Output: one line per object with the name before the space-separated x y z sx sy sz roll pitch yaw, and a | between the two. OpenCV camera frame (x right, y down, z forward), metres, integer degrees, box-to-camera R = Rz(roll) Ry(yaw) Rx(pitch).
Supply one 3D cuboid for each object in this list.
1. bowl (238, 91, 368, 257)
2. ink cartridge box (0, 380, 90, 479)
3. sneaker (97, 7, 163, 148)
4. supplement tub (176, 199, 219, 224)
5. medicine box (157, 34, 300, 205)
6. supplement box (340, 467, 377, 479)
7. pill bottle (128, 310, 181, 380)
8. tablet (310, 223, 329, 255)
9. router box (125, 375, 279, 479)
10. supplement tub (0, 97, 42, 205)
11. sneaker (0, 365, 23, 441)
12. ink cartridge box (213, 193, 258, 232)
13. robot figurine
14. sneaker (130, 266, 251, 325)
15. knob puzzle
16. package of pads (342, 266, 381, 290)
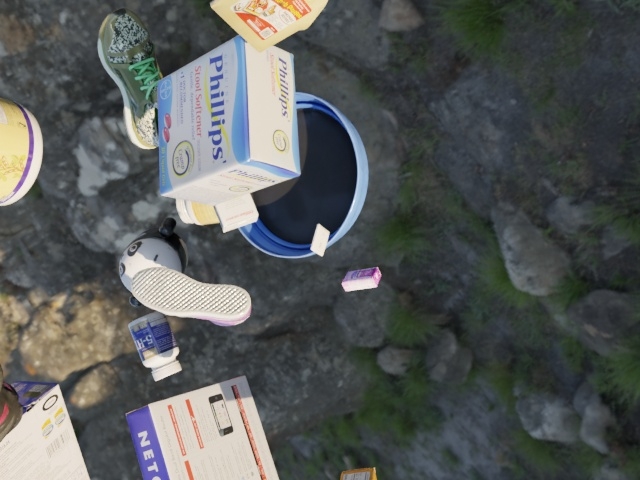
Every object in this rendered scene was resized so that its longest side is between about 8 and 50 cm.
bowl | -0.060 -0.153 1.602 0.390 0.077 0.392 2 93 33
ink cartridge box | -0.727 0.524 1.610 0.151 0.270 0.396 -1 111 19
sneaker | -0.458 -0.418 1.810 0.182 0.158 0.411 26 141 38
supplement tub | -0.338 -0.126 2.121 0.199 0.144 0.144 -7 123 15
medicine box | -0.194 -0.237 1.388 0.289 0.149 0.264 -15 74 41
supplement box | 0.069 0.537 1.296 0.233 0.080 0.078 -51 -51 -72
pill bottle | -0.483 0.312 1.986 0.187 0.111 0.112 66 154 6
tablet | 0.000 0.000 1.355 0.006 0.054 0.083 14 173 18
router box | -0.235 0.488 1.453 0.082 0.301 0.336 -27 76 32
supplement tub | -0.781 -0.208 1.387 0.240 0.331 0.241 -3 85 28
sneaker | -0.671 0.306 1.261 0.185 0.202 0.483 47 135 2
ink cartridge box | -0.210 -0.092 1.590 0.052 0.088 0.123 119 130 -70
robot figurine | -0.462 0.058 1.868 0.278 0.173 0.209 -111 6 -77
sneaker | -0.306 0.150 1.598 0.281 0.102 0.161 15 161 -1
knob puzzle | -0.067 -0.414 1.136 0.213 0.213 0.030 120 134 -61
package of pads | 0.095 0.090 1.560 0.083 0.050 0.032 -10 120 28
